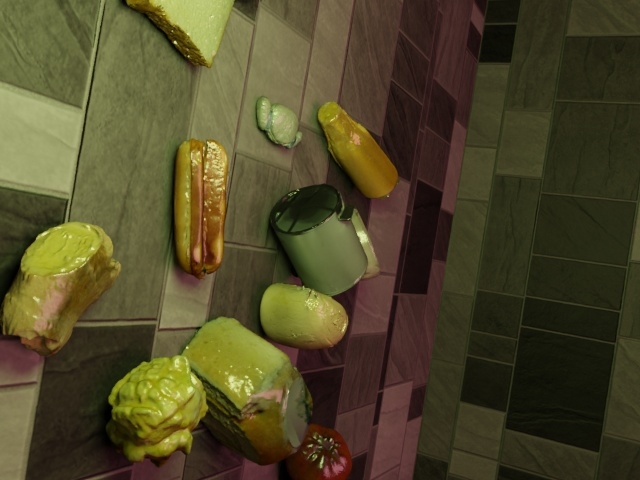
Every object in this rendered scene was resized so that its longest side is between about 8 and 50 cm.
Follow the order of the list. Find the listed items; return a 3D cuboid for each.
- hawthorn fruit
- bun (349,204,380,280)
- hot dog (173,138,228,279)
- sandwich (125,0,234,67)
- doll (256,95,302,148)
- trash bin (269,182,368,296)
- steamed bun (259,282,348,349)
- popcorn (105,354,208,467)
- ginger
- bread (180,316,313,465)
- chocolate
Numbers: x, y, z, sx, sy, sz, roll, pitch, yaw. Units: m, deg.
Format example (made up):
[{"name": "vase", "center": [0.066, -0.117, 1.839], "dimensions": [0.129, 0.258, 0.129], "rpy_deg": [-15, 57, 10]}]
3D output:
[{"name": "hawthorn fruit", "center": [-0.016, 0.745, 2.210], "dimensions": [0.224, 0.224, 0.260], "rpy_deg": [-42, 154, -50]}, {"name": "bun", "center": [0.078, 0.027, 2.226], "dimensions": [0.263, 0.175, 0.263], "rpy_deg": [158, -90, -90]}, {"name": "hot dog", "center": [-0.289, -0.069, 1.568], "dimensions": [0.135, 0.100, 0.337], "rpy_deg": [-10, 105, -52]}, {"name": "sandwich", "center": [-0.294, -0.529, 1.436], "dimensions": [0.251, 0.087, 0.226], "rpy_deg": [41, 64, -61]}, {"name": "doll", "center": [-0.111, -0.321, 1.855], "dimensions": [0.214, 0.072, 0.103], "rpy_deg": [36, 64, -55]}, {"name": "trash bin", "center": [0.000, 0.000, 1.965], "dimensions": [0.262, 0.278, 0.217], "rpy_deg": [64, 35, -36]}, {"name": "steamed bun", "center": [-0.050, 0.235, 1.956], "dimensions": [0.166, 0.232, 0.273], "rpy_deg": [-69, 154, -16]}, {"name": "popcorn", "center": [-0.352, 0.370, 1.477], "dimensions": [0.256, 0.195, 0.254], "rpy_deg": [62, 47, -76]}, {"name": "ginger", "center": [-0.476, 0.098, 1.237], "dimensions": [0.276, 0.130, 0.221], "rpy_deg": [-41, 143, -53]}, {"name": "bread", "center": [-0.170, 0.397, 1.744], "dimensions": [0.239, 0.264, 0.395], "rpy_deg": [-52, 141, -33]}, {"name": "chocolate", "center": [0.113, -0.308, 2.221], "dimensions": [0.445, 0.162, 0.162], "rpy_deg": [45, 58, -52]}]
